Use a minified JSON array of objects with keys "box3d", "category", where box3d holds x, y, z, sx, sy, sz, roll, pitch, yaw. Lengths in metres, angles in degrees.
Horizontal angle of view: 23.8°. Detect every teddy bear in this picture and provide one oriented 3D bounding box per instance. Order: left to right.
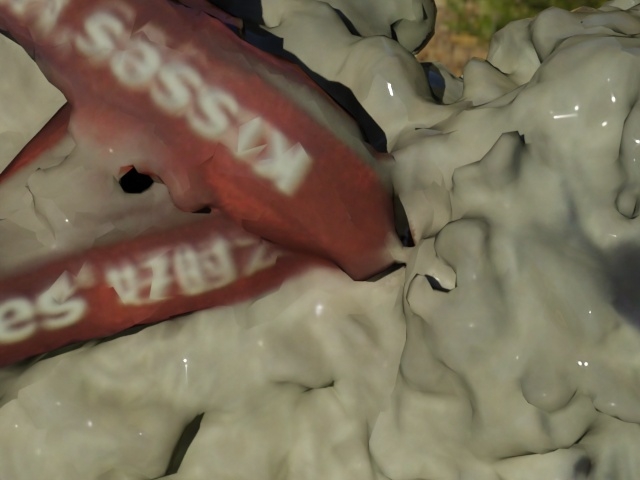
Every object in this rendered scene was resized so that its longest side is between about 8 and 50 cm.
[{"box3d":[0.000,0.000,0.384,0.368,0.224,0.357,-8,73,10],"category":"teddy bear"}]
